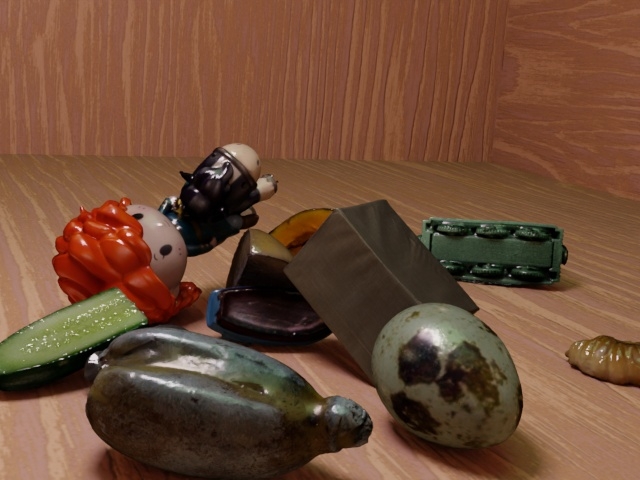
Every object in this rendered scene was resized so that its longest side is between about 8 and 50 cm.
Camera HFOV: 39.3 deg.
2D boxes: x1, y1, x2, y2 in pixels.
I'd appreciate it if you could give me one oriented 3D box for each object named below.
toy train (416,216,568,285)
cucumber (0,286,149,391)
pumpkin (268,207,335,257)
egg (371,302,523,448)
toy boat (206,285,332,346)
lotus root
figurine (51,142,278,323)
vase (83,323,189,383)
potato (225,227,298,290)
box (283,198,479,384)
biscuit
[{"bbox_3d":[0.375,0.022,1.986,0.331,0.138,0.178,4,3,10],"label":"toy train"},{"bbox_3d":[-0.356,0.150,1.248,0.244,0.063,0.115,-22,37,-40],"label":"cucumber"},{"bbox_3d":[0.000,0.000,1.835,0.312,0.169,0.148,7,15,10],"label":"pumpkin"},{"bbox_3d":[0.161,0.174,1.131,0.169,0.169,0.231,-4,26,-33],"label":"egg"},{"bbox_3d":[-0.073,0.126,1.452,0.223,0.100,0.097,7,-15,-13],"label":"toy boat"},{"bbox_3d":[-0.104,0.196,1.013,0.322,0.140,0.158,14,37,3],"label":"lotus root"},{"bbox_3d":[-0.246,-0.014,1.515,0.412,0.241,0.306,-36,6,-15],"label":"figurine"},{"bbox_3d":[-0.231,0.171,1.167,0.183,0.120,0.120,-7,4,34],"label":"vase"},{"bbox_3d":[-0.087,0.039,1.501,0.120,0.100,0.261,7,-27,-14],"label":"potato"},{"bbox_3d":[0.090,0.076,1.356,0.231,0.155,0.149,49,30,18],"label":"box"},{"bbox_3d":[0.492,0.187,1.428,0.183,0.061,0.118,5,14,0],"label":"biscuit"}]
